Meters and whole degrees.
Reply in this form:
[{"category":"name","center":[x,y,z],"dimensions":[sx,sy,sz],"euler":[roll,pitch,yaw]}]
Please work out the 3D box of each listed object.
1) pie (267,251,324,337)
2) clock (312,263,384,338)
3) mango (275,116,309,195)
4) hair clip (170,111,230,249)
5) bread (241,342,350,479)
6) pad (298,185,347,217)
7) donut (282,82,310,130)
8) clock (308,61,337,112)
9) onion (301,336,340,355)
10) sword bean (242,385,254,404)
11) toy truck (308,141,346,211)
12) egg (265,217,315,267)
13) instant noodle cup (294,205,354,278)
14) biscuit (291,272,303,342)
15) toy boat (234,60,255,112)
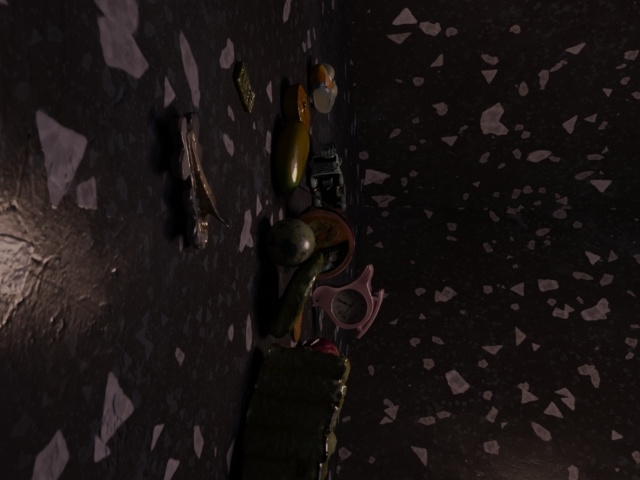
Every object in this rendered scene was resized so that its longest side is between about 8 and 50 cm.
[{"category":"pie","center":[-0.074,0.153,1.592],"dimensions":[0.277,0.079,0.276],"euler":[-156,-90,-87]},{"category":"clock","center":[0.126,0.221,2.295],"dimensions":[0.290,0.276,0.080],"euler":[-61,171,7]},{"category":"mango","center":[-0.089,-0.260,1.660],"dimensions":[0.137,0.091,0.237],"euler":[68,25,-56]},{"category":"hair clip","center":[-0.222,-0.101,0.981],"dimensions":[0.146,0.075,0.256],"euler":[-76,158,-60]},{"category":"bread","center":[-0.063,0.498,1.462],"dimensions":[0.264,0.240,0.395],"euler":[83,18,-56]},{"category":"pad","center":[-0.011,-0.136,1.750],"dimensions":[0.002,0.176,0.266],"euler":[-57,-162,4]},{"category":"donut","center":[-0.080,-0.425,1.775],"dimensions":[0.178,0.066,0.162],"euler":[38,49,-77]},{"category":"clock","center":[0.012,-0.607,2.165],"dimensions":[0.231,0.103,0.144],"euler":[78,15,-61]},{"category":"onion","center":[-0.001,0.450,2.040],"dimensions":[0.207,0.201,0.200],"euler":[6,85,-68]},{"category":"sword bean","center":[-0.186,0.395,1.409],"dimensions":[0.083,0.012,0.012],"euler":[-58,148,-70]},{"category":"toy truck","center":[0.027,-0.256,2.239],"dimensions":[0.338,0.133,0.184],"euler":[79,5,-62]},{"category":"egg","center":[-0.085,0.005,1.563],"dimensions":[0.181,0.141,0.141],"euler":[-45,136,-85]},{"category":"instant noodle cup","center":[0.000,0.000,1.909],"dimensions":[0.255,0.244,0.243],"euler":[-74,165,-85]},{"category":"biscuit","center":[-0.084,0.238,1.941],"dimensions":[0.162,0.035,0.250],"euler":[-16,109,-75]},{"category":"toy boat","center":[-0.181,-0.366,1.316],"dimensions":[0.115,0.016,0.063],"euler":[75,20,-60]}]
